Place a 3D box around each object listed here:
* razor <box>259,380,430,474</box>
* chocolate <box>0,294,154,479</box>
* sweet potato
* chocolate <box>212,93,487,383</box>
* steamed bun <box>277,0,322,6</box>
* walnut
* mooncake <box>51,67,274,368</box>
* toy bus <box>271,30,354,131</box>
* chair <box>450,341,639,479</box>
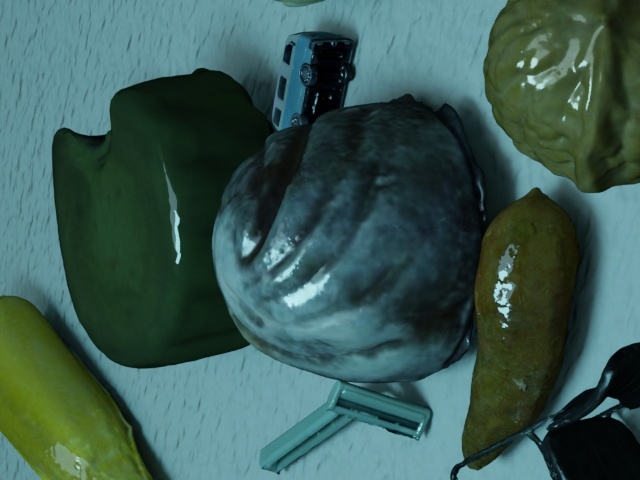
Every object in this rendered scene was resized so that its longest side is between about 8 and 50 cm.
[{"bbox_3d":[0.004,0.205,1.604,0.278,0.111,0.056,-35,40,56],"label":"razor"},{"bbox_3d":[-0.352,0.258,1.997,0.445,0.162,0.162,43,126,34],"label":"chocolate"},{"bbox_3d":[0.181,0.095,1.350,0.097,0.097,0.291,30,119,45],"label":"sweet potato"},{"bbox_3d":[0.000,0.000,1.437,0.303,0.213,0.303,7,98,58],"label":"chocolate"},{"bbox_3d":[-0.033,-0.391,1.455,0.289,0.203,0.276,-44,62,45],"label":"steamed bun"},{"bbox_3d":[0.227,-0.138,1.160,0.213,0.213,0.213,9,102,50],"label":"walnut"},{"bbox_3d":[-0.169,-0.023,1.680,0.351,0.187,0.351,14,107,52],"label":"mooncake"},{"bbox_3d":[-0.012,-0.170,1.575,0.075,0.060,0.123,38,125,46],"label":"toy bus"},{"bbox_3d":[0.246,0.201,1.252,0.221,0.140,0.145,-49,59,39],"label":"chair"}]
